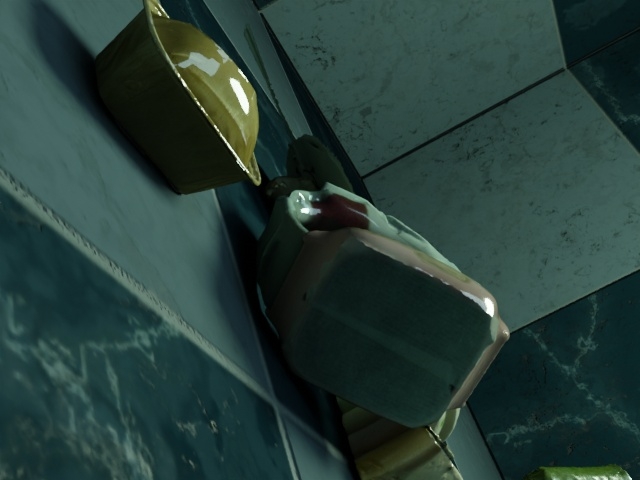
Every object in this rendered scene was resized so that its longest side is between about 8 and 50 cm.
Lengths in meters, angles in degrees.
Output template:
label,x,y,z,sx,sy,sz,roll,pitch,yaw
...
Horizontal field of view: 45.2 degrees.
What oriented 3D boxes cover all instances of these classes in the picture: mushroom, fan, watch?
label,x,y,z,sx,sy,sz,roll,pitch,yaw
mushroom,0.000,0.000,0.996,0.116,0.093,0.225,26,36,-40
fan,-0.030,-0.113,1.082,0.415,0.012,0.233,66,-23,7
watch,0.050,0.047,0.800,0.253,0.162,0.241,28,17,-6

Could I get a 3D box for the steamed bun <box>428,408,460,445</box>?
label,x,y,z,sx,sy,sz,roll,pitch,yaw
steamed bun,0.117,0.180,1.012,0.183,0.106,0.183,155,-90,-89

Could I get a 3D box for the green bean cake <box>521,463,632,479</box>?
label,x,y,z,sx,sy,sz,roll,pitch,yaw
green bean cake,0.281,0.401,0.823,0.247,0.156,0.250,-107,-151,-54

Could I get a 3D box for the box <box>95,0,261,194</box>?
label,x,y,z,sx,sy,sz,roll,pitch,yaw
box,-0.108,-0.114,0.641,0.177,0.111,0.111,54,11,-46

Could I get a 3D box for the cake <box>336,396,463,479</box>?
label,x,y,z,sx,sy,sz,roll,pitch,yaw
cake,0.055,0.206,0.838,0.109,0.090,0.225,56,-9,-34
